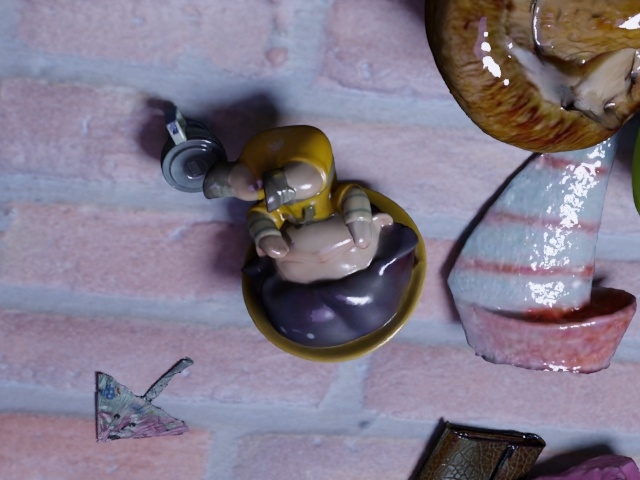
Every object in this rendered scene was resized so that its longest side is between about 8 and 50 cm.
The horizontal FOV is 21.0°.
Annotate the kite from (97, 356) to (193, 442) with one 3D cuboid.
[{"bbox_3d":[-0.196,0.180,1.929,0.139,0.011,0.157,33,115,-31],"label":"kite"}]

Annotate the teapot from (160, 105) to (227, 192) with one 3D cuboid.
[{"bbox_3d":[-0.132,-0.095,1.715,0.066,0.057,0.088,-24,128,6],"label":"teapot"}]

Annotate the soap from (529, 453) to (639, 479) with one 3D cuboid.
[{"bbox_3d":[0.341,0.428,2.087,0.233,0.128,0.359,-28,126,10],"label":"soap"}]

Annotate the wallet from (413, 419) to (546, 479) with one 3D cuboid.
[{"bbox_3d":[0.161,0.321,2.070,0.133,0.039,0.243,13,124,-22],"label":"wallet"}]

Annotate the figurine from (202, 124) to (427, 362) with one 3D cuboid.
[{"bbox_3d":[0.001,-0.003,1.734,0.192,0.167,0.256,-2,131,20],"label":"figurine"}]

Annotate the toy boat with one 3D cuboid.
[{"bbox_3d":[0.247,-0.002,1.840,0.206,0.096,0.282,9,115,2],"label":"toy boat"}]

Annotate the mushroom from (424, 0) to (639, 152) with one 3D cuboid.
[{"bbox_3d":[0.226,-0.211,1.607,0.283,0.195,0.263,-2,104,-13],"label":"mushroom"}]

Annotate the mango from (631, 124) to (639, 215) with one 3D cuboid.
[{"bbox_3d":[0.424,-0.145,1.715,0.192,0.156,0.343,3,116,-24],"label":"mango"}]
